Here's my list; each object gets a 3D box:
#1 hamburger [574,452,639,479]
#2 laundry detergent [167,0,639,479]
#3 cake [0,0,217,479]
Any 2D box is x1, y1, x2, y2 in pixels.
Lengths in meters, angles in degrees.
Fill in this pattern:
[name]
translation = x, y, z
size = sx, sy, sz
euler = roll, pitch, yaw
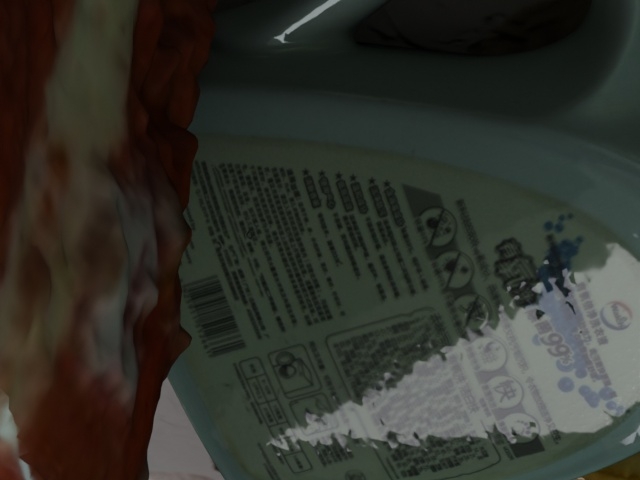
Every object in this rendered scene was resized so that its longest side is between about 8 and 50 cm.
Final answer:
[hamburger]
translation = 0.103, 0.185, 0.771
size = 0.291, 0.225, 0.291
euler = 14, 153, 7
[laundry detergent]
translation = 0.069, -0.019, 0.555
size = 0.281, 0.105, 0.214
euler = -20, 99, 25
[cake]
translation = -0.184, -0.080, 0.404
size = 0.270, 0.269, 0.319
euler = -4, 145, 15
